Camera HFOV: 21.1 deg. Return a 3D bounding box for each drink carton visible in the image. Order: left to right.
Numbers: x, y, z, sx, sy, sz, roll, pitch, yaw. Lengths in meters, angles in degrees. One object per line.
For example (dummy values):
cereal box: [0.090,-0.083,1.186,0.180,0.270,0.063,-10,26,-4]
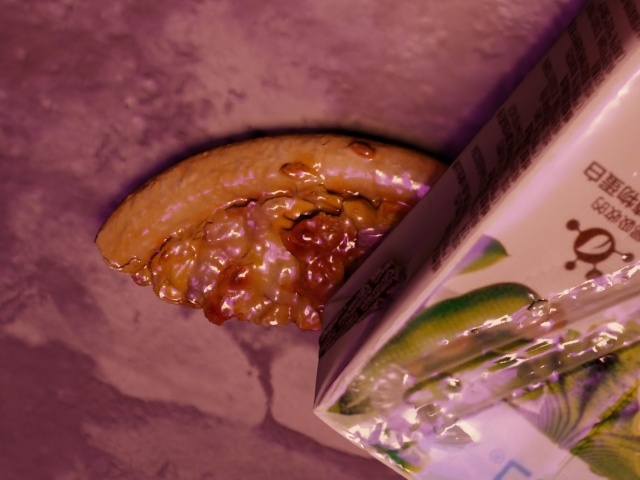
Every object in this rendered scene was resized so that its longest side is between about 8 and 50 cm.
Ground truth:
drink carton: [0.170,-0.006,0.792,0.194,0.132,0.324,37,109,-10]

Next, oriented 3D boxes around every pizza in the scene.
pizza: [-0.001,0.002,0.911,0.246,0.058,0.127,14,120,8]
